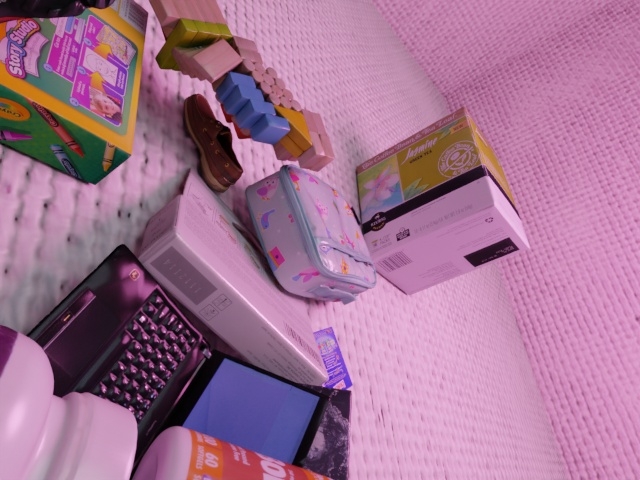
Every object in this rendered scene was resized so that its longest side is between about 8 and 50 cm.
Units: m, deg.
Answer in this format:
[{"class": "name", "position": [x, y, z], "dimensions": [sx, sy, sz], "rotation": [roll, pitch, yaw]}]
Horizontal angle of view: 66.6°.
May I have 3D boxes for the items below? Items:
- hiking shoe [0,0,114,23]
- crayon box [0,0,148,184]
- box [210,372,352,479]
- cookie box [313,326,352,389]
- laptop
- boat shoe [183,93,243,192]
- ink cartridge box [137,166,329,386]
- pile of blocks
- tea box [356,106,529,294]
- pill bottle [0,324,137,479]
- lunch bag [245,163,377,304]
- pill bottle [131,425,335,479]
[{"class": "hiking shoe", "position": [-0.346, -0.248, 0.452], "dimensions": [0.304, 0.113, 0.132], "rotation": [-13, 37, -22]}, {"class": "crayon box", "position": [-0.312, -0.227, 0.594], "dimensions": [0.165, 0.081, 0.279], "rotation": [30, 43, -45]}, {"class": "box", "position": [-0.049, 0.252, 0.557], "dimensions": [0.158, 0.155, 0.093], "rotation": [-83, -178, -46]}, {"class": "cookie box", "position": [0.001, 0.206, 0.810], "dimensions": [0.092, 0.040, 0.107], "rotation": [-1, 68, -59]}, {"class": "laptop", "position": [-0.144, 0.165, 0.463], "dimensions": [0.264, 0.136, 0.234], "rotation": [59, 39, -26]}, {"class": "boat shoe", "position": [-0.171, -0.167, 0.796], "dimensions": [0.064, 0.060, 0.178], "rotation": [11, 54, -63]}, {"class": "ink cartridge box", "position": [-0.119, 0.055, 0.710], "dimensions": [0.296, 0.066, 0.261], "rotation": [50, 7, -25]}, {"class": "pile of blocks", "position": [-0.141, -0.222, 0.730], "dimensions": [0.362, 0.112, 0.149], "rotation": [47, 41, -11]}, {"class": "tea box", "position": [0.290, -0.091, 1.225], "dimensions": [0.220, 0.329, 0.324], "rotation": [37, 38, -40]}, {"class": "pill bottle", "position": [-0.270, 0.106, 0.269], "dimensions": [0.301, 0.169, 0.169], "rotation": [33, 40, -29]}, {"class": "lunch bag", "position": [0.000, 0.000, 0.864], "dimensions": [0.279, 0.108, 0.224], "rotation": [20, 43, -61]}, {"class": "pill bottle", "position": [-0.046, 0.240, 0.390], "dimensions": [0.216, 0.121, 0.121], "rotation": [28, 42, -20]}]
